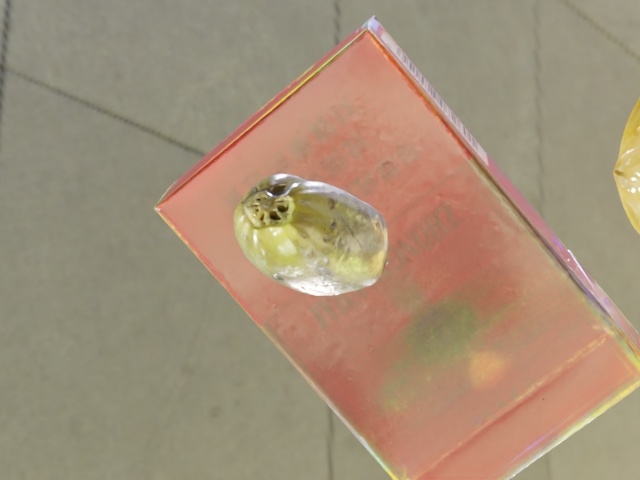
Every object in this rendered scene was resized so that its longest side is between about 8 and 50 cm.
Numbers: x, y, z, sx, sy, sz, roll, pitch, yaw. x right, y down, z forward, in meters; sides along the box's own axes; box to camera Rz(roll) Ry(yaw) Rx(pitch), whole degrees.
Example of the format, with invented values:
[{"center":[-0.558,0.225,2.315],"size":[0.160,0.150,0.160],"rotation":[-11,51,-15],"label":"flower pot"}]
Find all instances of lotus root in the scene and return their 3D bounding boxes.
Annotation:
[{"center":[0.000,0.000,0.666],"size":[0.099,0.054,0.049],"rotation":[17,88,-56],"label":"lotus root"}]

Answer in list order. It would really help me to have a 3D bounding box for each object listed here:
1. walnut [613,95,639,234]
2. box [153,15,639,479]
[{"center":[0.181,-0.036,0.620],"size":[0.121,0.052,0.091],"rotation":[-21,112,-33],"label":"walnut"},{"center":[0.061,0.025,1.053],"size":[0.313,0.197,0.089],"rotation":[50,12,-7],"label":"box"}]
